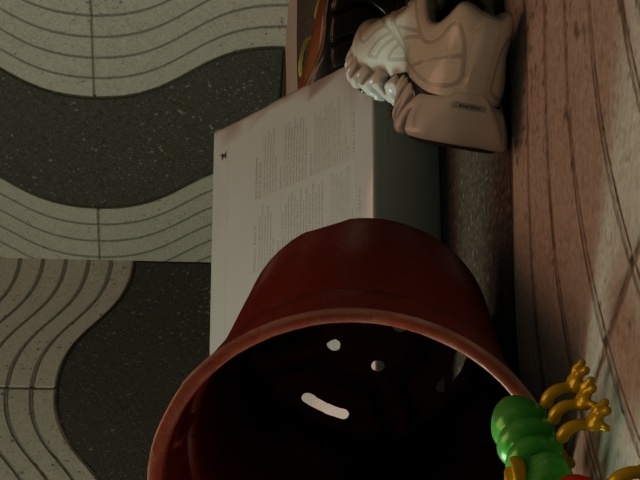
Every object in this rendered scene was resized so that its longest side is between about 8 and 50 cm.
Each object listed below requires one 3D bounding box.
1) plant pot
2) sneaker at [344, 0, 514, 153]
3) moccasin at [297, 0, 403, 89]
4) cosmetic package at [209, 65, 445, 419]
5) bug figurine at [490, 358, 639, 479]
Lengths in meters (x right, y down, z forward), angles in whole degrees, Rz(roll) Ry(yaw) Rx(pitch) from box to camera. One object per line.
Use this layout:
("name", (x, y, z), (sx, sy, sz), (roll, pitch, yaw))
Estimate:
("plant pot", (0.031, 0.120, 1.047), (0.265, 0.273, 0.272), (-80, -6, -68))
("sneaker", (0.096, -0.159, 1.190), (0.292, 0.110, 0.118), (-127, 45, -68))
("moccasin", (0.017, -0.153, 1.756), (0.147, 0.139, 0.380), (-104, 16, -73))
("cosmetic package", (-0.001, 0.032, 1.464), (0.284, 0.097, 0.377), (-18, 66, 48))
("bug figurine", (0.129, 0.207, 0.812), (0.216, 0.072, 0.279), (-103, 14, -57))
